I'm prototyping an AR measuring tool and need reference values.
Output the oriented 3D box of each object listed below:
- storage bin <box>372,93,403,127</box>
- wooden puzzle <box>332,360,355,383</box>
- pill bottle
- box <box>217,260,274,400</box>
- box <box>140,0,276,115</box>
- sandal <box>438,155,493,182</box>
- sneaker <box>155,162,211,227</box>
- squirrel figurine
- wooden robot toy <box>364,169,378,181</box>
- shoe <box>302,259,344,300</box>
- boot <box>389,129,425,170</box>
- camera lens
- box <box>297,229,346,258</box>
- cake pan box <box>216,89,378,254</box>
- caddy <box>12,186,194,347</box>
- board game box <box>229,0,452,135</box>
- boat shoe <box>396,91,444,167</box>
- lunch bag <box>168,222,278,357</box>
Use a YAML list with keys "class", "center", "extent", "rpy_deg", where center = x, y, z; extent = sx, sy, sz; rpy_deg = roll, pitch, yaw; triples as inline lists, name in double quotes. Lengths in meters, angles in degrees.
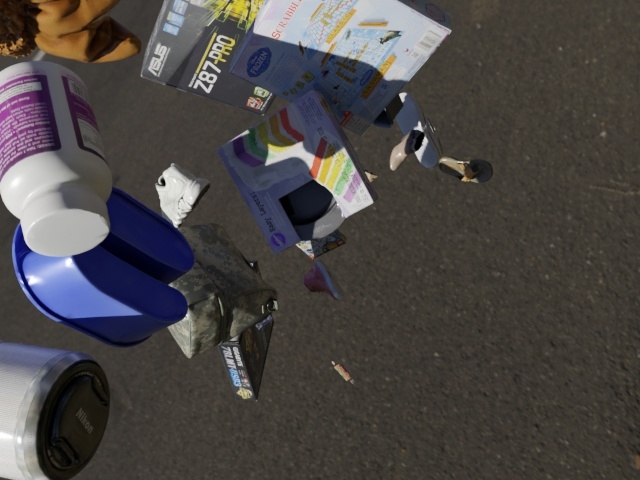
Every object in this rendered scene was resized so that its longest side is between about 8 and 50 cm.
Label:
- class: "storage bin"
  center: [0.186, -0.422, 2.033]
  extent: [0.098, 0.135, 0.091]
  rpy_deg: [17, 57, 45]
- class: "wooden puzzle"
  center: [0.061, 0.354, 1.808]
  extent: [0.006, 0.083, 0.049]
  rpy_deg: [-41, -6, -22]
- class: "pill bottle"
  center: [-0.435, -0.130, 1.090]
  extent: [0.169, 0.169, 0.302]
  rpy_deg: [-34, 60, 19]
- class: "box"
  center: [-0.210, 0.261, 1.943]
  extent: [0.073, 0.296, 0.293]
  rpy_deg: [2, 46, 10]
- class: "box"
  center: [-0.195, -0.471, 1.504]
  extent: [0.395, 0.318, 0.097]
  rpy_deg: [-45, 36, 50]
- class: "sandal"
  center: [0.417, -0.203, 1.960]
  extent: [0.180, 0.072, 0.049]
  rpy_deg: [17, 38, 37]
- class: "sneaker"
  center: [-0.381, -0.118, 1.779]
  extent: [0.110, 0.118, 0.292]
  rpy_deg: [-59, 10, -29]
- class: "squirrel figurine"
  center: [-0.640, -0.555, 1.502]
  extent: [0.396, 0.281, 0.370]
  rpy_deg: [-15, 2, -4]
- class: "wooden robot toy"
  center: [0.065, -0.168, 1.840]
  extent: [0.076, 0.173, 0.079]
  rpy_deg: [-106, 32, -75]
- class: "shoe"
  center: [0.006, 0.138, 2.019]
  extent: [0.081, 0.063, 0.178]
  rpy_deg: [-42, 40, 9]
- class: "boot"
  center: [0.232, -0.242, 1.789]
  extent: [0.087, 0.042, 0.118]
  rpy_deg: [13, 81, 65]
- class: "camera lens"
  center: [-0.520, 0.287, 1.148]
  extent: [0.274, 0.219, 0.219]
  rpy_deg: [5, 54, 15]
- class: "box"
  center: [0.000, 0.000, 2.123]
  extent: [0.137, 0.094, 0.027]
  rpy_deg: [-26, 39, 29]
- class: "cake pan box"
  center: [-0.045, -0.131, 1.374]
  extent: [0.245, 0.267, 0.070]
  rpy_deg: [-26, 4, 20]
- class: "caddy"
  center: [-0.399, 0.055, 1.257]
  extent: [0.179, 0.341, 0.241]
  rpy_deg: [-22, 48, 29]
- class: "board game box"
  center: [0.031, -0.384, 1.311]
  extent: [0.319, 0.318, 0.066]
  rpy_deg: [-45, 31, 44]
- class: "boat shoe"
  center: [0.340, -0.376, 2.256]
  extent: [0.096, 0.268, 0.088]
  rpy_deg: [-27, 5, 43]
- class: "lunch bag"
  center: [-0.281, 0.108, 1.687]
  extent: [0.256, 0.213, 0.305]
  rpy_deg: [-25, 55, -26]
